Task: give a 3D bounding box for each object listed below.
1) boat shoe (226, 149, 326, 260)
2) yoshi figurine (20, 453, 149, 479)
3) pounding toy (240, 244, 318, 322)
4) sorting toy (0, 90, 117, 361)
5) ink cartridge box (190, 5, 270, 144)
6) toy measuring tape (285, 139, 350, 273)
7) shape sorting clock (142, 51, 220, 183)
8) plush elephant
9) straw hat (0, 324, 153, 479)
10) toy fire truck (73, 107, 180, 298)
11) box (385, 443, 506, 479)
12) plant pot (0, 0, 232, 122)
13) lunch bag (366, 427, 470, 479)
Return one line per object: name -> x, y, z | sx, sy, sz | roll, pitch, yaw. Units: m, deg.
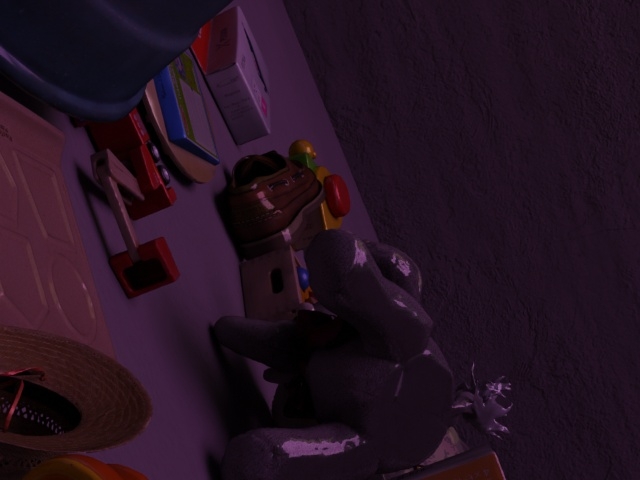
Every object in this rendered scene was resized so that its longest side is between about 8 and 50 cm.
boat shoe -> -0.063, -0.076, 1.648 | 0.307, 0.110, 0.104 | -84, 153, -72
yoshi figurine -> -0.061, 0.240, 0.676 | 0.362, 0.203, 0.203 | 53, 29, -69
pounding toy -> -0.024, 0.100, 1.499 | 0.141, 0.100, 0.130 | -102, 167, -48
sorting toy -> -0.208, 0.002, 0.822 | 0.193, 0.038, 0.208 | 40, 35, -73
ink cartridge box -> -0.150, -0.309, 1.856 | 0.275, 0.060, 0.239 | -96, 164, -61
toy measuring tape -> 0.000, 0.000, 1.904 | 0.121, 0.121, 0.330 | 35, 44, -75
shape sorting clock -> -0.172, -0.164, 1.410 | 0.206, 0.040, 0.206 | -17, 90, -80
plush elephant -> 0.011, 0.127, 1.262 | 0.330, 0.255, 0.272 | 17, 90, -39
straw hat -> -0.171, 0.103, 0.664 | 0.144, 0.144, 0.061 | -83, -168, -73
toy fire truck -> -0.179, -0.056, 1.085 | 0.135, 0.047, 0.192 | -74, 141, -74
box -> 0.164, 0.442, 1.419 | 0.168, 0.215, 0.345 | 55, 15, -82
plant pot -> -0.120, -0.320, 0.899 | 0.341, 0.334, 0.341 | 49, 22, -27
lunch bag -> 0.149, 0.388, 1.695 | 0.287, 0.169, 0.235 | 49, 24, -46
